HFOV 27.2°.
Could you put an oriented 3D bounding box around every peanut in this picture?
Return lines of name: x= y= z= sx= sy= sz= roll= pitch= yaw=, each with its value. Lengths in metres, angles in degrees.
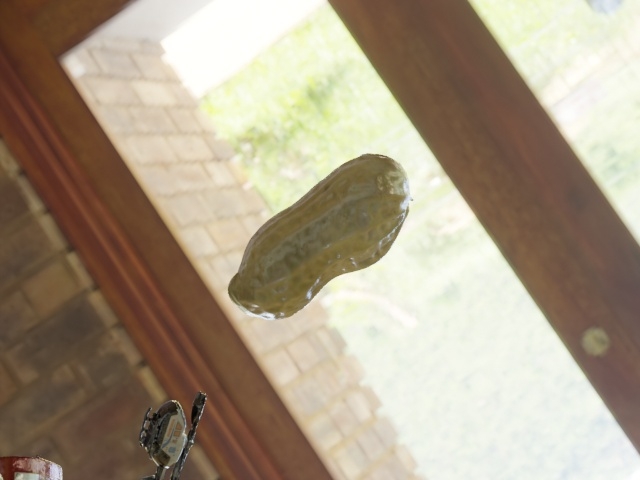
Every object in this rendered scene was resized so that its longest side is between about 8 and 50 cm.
peanut: x=0.000 y=0.000 z=1.278 sx=0.214 sy=0.090 sz=0.098 roll=-36 pitch=137 yaw=13

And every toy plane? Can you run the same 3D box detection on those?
toy plane: x=-0.229 y=0.314 z=1.962 sx=0.078 sy=0.197 sz=0.053 roll=10 pitch=-170 yaw=-28

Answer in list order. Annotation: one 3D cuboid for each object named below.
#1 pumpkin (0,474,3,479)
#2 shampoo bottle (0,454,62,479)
pumpkin: x=-0.391 y=0.207 z=1.236 sx=0.159 sy=0.238 sz=0.238 roll=-43 pitch=179 yaw=-24
shampoo bottle: x=-0.378 y=0.433 z=1.681 sx=0.076 sy=0.314 sz=0.118 roll=-20 pitch=152 yaw=28
